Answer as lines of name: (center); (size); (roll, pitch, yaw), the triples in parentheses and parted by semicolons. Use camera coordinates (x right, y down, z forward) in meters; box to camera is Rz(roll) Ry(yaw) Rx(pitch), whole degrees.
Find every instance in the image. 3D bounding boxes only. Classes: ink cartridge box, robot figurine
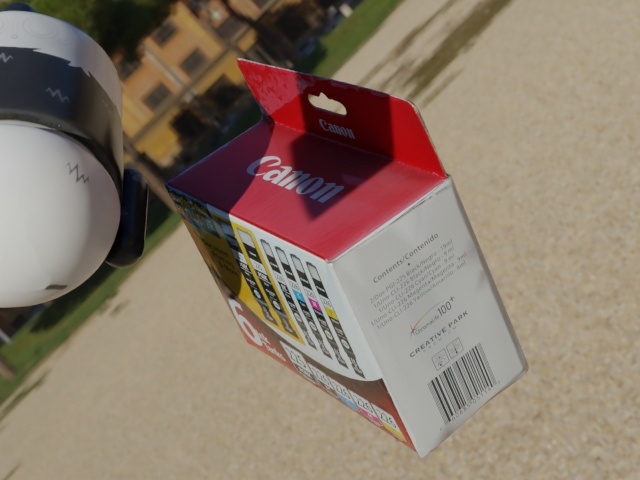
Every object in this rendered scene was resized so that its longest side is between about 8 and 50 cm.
ink cartridge box: (0.000, 0.000, 1.018); (0.130, 0.272, 0.309); (-35, 29, -19)
robot figurine: (-0.248, -0.072, 0.943); (0.278, 0.209, 0.173); (-101, 11, -46)
